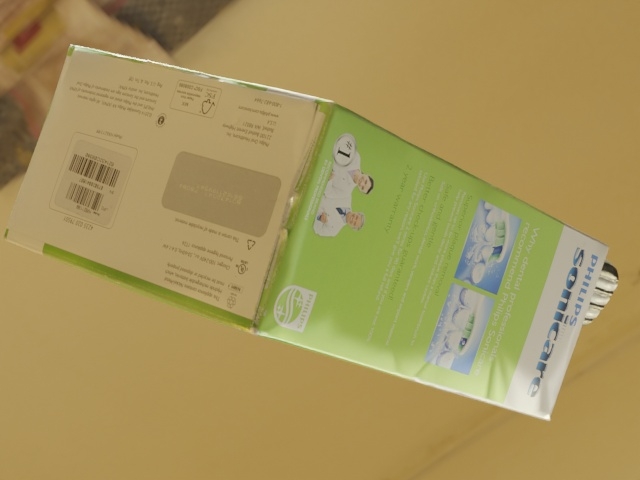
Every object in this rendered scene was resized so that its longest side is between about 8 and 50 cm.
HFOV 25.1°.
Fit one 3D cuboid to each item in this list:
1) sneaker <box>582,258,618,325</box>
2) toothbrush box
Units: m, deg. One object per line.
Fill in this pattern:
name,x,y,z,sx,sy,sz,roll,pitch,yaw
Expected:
sneaker,0.141,-0.001,1.186,0.228,0.086,0.132,26,-168,-49
toothbrush box,0.000,0.000,0.828,0.206,0.122,0.283,17,179,40
